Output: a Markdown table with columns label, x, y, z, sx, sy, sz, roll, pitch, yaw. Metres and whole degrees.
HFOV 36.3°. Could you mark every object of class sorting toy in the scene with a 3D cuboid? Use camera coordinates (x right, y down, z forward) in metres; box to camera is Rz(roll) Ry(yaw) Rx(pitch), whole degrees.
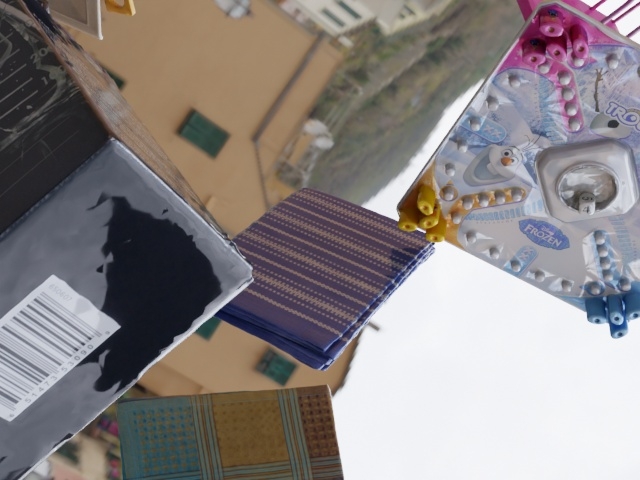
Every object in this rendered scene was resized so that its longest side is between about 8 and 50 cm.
| label | x | y | z | sx | sy | sz | roll | pitch | yaw |
| --- | --- | --- | --- | --- | --- | --- | --- | --- | --- |
| sorting toy | -0.477 | -0.489 | 1.828 | 0.047 | 0.347 | 0.196 | -49 | 156 | -39 |

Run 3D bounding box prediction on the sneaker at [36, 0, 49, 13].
| label | x | y | z | sx | sy | sz | roll | pitch | yaw |
| --- | --- | --- | --- | --- | --- | --- | --- | --- | --- |
| sneaker | -0.505 | -0.301 | 1.567 | 0.083 | 0.098 | 0.224 | 128 | -25 | -67 |

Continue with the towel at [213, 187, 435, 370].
| label | x | y | z | sx | sy | sz | roll | pitch | yaw |
| --- | --- | --- | --- | --- | --- | --- | --- | --- | --- |
| towel | -0.010 | 0.039 | 1.352 | 0.336 | 0.243 | 0.040 | -41 | 147 | -48 |

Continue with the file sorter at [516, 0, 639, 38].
| label | x | y | z | sx | sy | sz | roll | pitch | yaw |
| --- | --- | --- | --- | --- | --- | --- | --- | --- | --- |
| file sorter | 0.458 | -0.346 | 1.470 | 0.182 | 0.290 | 0.202 | -36 | -125 | 37 |

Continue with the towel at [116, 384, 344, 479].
| label | x | y | z | sx | sy | sz | roll | pitch | yaw |
| --- | --- | --- | --- | --- | --- | --- | --- | --- | --- |
| towel | -0.146 | 0.381 | 1.626 | 0.040 | 0.369 | 0.272 | 109 | -25 | -60 |

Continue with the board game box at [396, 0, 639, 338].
| label | x | y | z | sx | sy | sz | roll | pitch | yaw |
| --- | --- | --- | --- | --- | --- | --- | --- | --- | --- |
| board game box | 0.353 | -0.068 | 1.288 | 0.390 | 0.389 | 0.050 | -57 | -169 | 40 |

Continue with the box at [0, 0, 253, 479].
| label | x | y | z | sx | sy | sz | roll | pitch | yaw |
| --- | --- | --- | --- | --- | --- | --- | --- | --- | --- |
| box | -0.420 | -0.008 | 1.174 | 0.480 | 0.297 | 0.472 | -41 | -133 | 0 |
